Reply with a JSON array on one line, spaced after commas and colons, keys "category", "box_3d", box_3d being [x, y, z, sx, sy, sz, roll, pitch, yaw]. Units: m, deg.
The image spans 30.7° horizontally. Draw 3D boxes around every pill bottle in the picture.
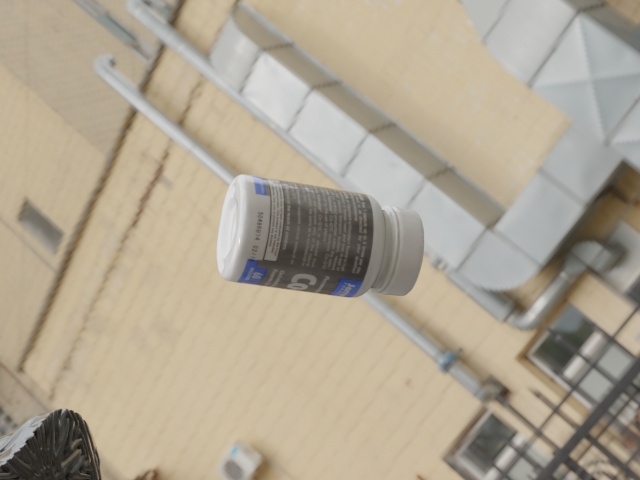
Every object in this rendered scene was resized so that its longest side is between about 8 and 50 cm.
[{"category": "pill bottle", "box_3d": [0.000, 0.000, 0.838, 0.137, 0.078, 0.078, 8, -44, -16]}]

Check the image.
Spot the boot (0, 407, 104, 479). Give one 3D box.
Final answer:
[{"category": "boot", "box_3d": [-0.508, 0.319, 1.314, 0.445, 0.146, 0.367, -14, -2, 10]}]
